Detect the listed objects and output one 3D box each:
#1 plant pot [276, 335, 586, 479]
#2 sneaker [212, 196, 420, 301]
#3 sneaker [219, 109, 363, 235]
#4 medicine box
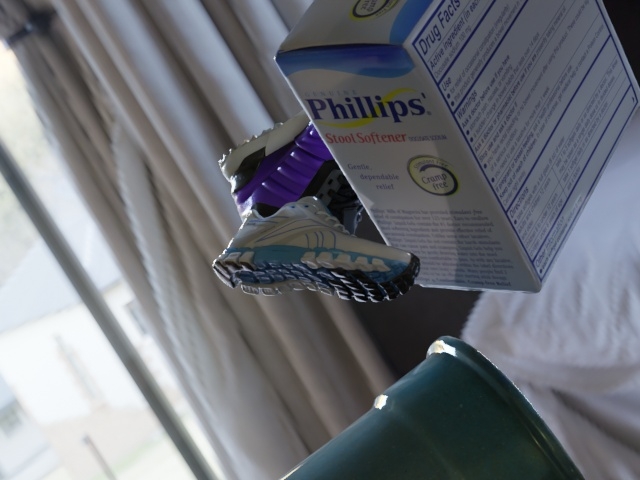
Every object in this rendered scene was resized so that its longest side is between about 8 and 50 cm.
[{"bbox_3d":[0.060,0.314,1.239,0.334,0.341,0.341,-30,7,-13],"label":"plant pot"},{"bbox_3d":[0.000,0.000,1.150,0.191,0.071,0.083,4,60,32],"label":"sneaker"},{"bbox_3d":[0.019,-0.069,1.408,0.102,0.146,0.293,1,-22,-40],"label":"sneaker"},{"bbox_3d":[0.137,-0.144,1.244,0.149,0.289,0.263,1,46,42],"label":"medicine box"}]
